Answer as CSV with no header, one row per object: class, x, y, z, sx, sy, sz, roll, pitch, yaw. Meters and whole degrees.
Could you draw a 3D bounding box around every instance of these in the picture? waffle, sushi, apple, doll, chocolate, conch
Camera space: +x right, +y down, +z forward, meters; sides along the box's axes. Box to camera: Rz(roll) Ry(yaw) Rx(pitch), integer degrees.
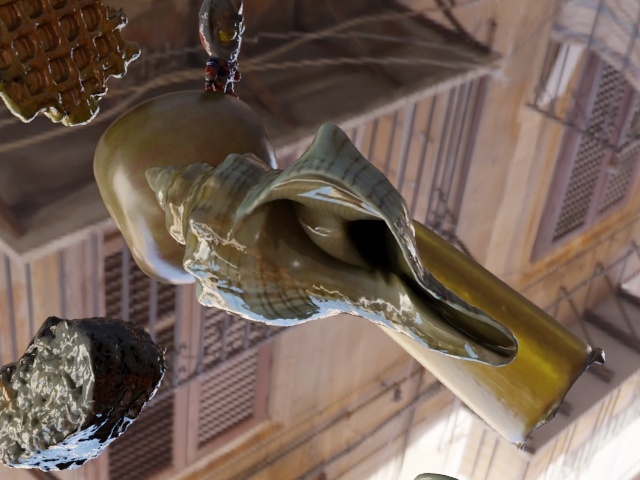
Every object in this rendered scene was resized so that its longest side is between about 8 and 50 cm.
waffle,-0.356,-0.299,1.383,0.058,0.300,0.281,1,-127,36
sushi,-0.401,0.250,1.747,0.171,0.350,0.211,6,-128,-46
apple,-0.172,-0.075,1.440,0.234,0.256,0.257,-23,-136,-15
doll,-0.137,-0.281,1.489,0.062,0.194,0.104,24,-145,36
chocolate,0.130,0.053,1.332,0.445,0.162,0.162,40,-136,9
conch,0.003,-0.008,0.975,0.386,0.203,0.169,12,-140,14

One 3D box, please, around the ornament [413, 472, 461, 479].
ornament,0.041,0.137,0.419,0.041,0.068,0.092,4,-156,28
